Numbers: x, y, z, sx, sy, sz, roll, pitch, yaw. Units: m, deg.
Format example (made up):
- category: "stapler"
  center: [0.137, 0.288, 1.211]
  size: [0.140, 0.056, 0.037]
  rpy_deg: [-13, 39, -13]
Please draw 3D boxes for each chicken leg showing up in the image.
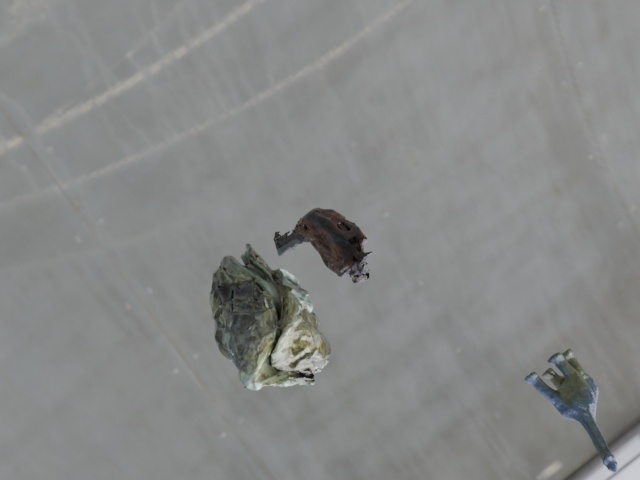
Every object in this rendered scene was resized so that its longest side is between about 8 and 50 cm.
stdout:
- category: "chicken leg"
  center: [0.000, 0.000, 1.763]
  size: [0.051, 0.106, 0.253]
  rpy_deg: [-10, -165, -32]

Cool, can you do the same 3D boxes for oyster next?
- category: "oyster"
  center: [-0.073, 0.109, 1.409]
  size: [0.158, 0.162, 0.351]
  rpy_deg: [-53, -166, 8]

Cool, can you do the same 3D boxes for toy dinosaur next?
- category: "toy dinosaur"
  center: [0.401, 0.256, 1.658]
  size: [0.075, 0.188, 0.247]
  rpy_deg: [-40, 162, 13]
